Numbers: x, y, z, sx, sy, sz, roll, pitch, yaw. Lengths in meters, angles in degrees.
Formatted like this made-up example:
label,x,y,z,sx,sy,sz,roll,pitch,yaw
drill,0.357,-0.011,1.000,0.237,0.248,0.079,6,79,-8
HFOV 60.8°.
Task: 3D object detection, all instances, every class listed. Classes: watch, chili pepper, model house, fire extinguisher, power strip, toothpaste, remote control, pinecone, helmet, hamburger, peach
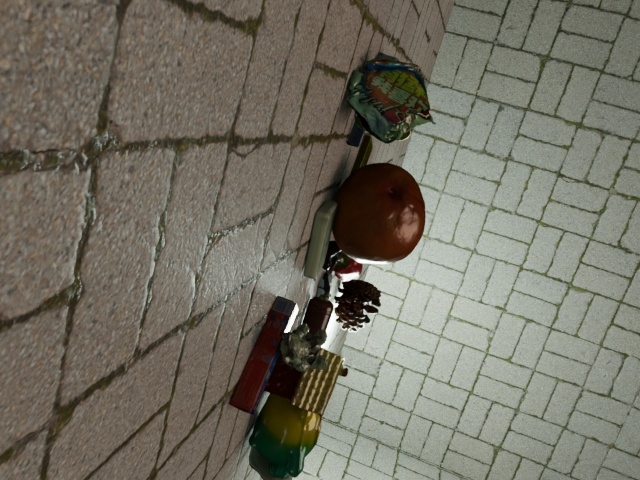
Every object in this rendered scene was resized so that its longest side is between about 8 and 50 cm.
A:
label,x,y,z,sx,sy,sz,roll,pitch,yaw
watch,0.171,-0.465,1.780,0.276,0.068,0.274,-52,164,-60
chili pepper,0.103,0.079,2.189,0.338,0.131,0.134,57,44,-74
model house,-0.054,0.409,1.659,0.160,0.254,0.195,68,42,-69
fire extinguisher,-0.021,0.300,2.078,0.138,0.102,0.343,29,-78,68
power strip,0.000,0.000,1.753,0.118,0.046,0.270,-59,163,-59
toothpaste,-0.151,0.313,1.502,0.076,0.066,0.320,84,28,-66
remote control,0.014,0.223,2.220,0.244,0.047,0.087,97,19,-44
pinecone,0.181,0.331,2.749,0.246,0.246,0.292,-53,162,-58
helmet,0.027,0.053,1.917,0.123,0.070,0.098,-67,165,19
hamburger,0.182,-0.400,1.590,0.276,0.260,0.150,-27,174,-26
peach,0.198,-0.088,1.820,0.301,0.343,0.342,-47,-166,55

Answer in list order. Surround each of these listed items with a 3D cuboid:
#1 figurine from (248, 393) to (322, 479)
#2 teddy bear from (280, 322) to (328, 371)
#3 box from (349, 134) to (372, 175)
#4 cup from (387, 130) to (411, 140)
label,x,y,z,sx,sy,sz,roll,pitch,yaw
figurine,-0.117,0.624,1.826,0.323,0.232,0.339,53,-49,55
teddy bear,-0.065,0.296,1.510,0.213,0.111,0.133,25,62,-57
box,0.150,-0.286,2.051,0.121,0.030,0.193,51,58,-77
cup,0.325,-0.534,2.291,0.176,0.131,0.155,56,45,-45
